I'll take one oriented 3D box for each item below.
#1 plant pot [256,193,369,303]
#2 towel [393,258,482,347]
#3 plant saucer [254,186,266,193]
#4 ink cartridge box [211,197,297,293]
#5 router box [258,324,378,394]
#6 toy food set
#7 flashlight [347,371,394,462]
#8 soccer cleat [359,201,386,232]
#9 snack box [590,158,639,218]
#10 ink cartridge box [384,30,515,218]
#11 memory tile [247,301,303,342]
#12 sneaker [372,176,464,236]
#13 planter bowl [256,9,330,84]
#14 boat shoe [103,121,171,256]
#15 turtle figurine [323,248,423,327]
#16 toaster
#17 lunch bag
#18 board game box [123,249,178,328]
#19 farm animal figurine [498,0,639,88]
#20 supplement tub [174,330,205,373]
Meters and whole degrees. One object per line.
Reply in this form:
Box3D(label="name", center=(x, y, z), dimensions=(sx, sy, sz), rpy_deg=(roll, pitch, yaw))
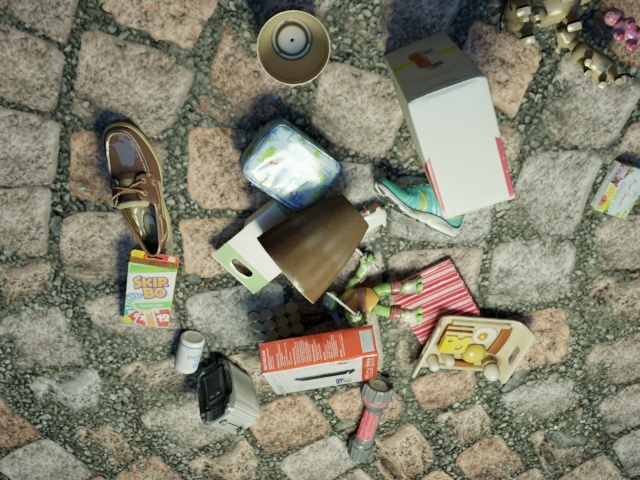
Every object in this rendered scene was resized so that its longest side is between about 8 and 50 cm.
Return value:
Box3D(label="plant pot", center=(0.000, 0.000, 1.657), dimensions=(0.230, 0.215, 0.215), rpy_deg=(-40, 115, 0))
Box3D(label="towel", center=(0.340, 0.194, 1.943), dimensions=(0.199, 0.031, 0.275), rpy_deg=(-27, 115, 11))
Box3D(label="plant saucer", center=(-0.137, -0.155, 1.720), dimensions=(0.083, 0.015, 0.083), rpy_deg=(-2, 118, -4))
Box3D(label="ink cartridge box", center=(-0.145, 0.012, 1.787), dimensions=(0.235, 0.056, 0.171), rpy_deg=(-37, 115, 17))
Box3D(label="router box", center=(0.003, 0.335, 1.852), dimensions=(0.301, 0.082, 0.335), rpy_deg=(-10, 158, 0))
Box3D(label="toy food set", center=(0.439, 0.331, 1.957), dimensions=(0.306, 0.092, 0.219), rpy_deg=(6, 129, -16))
Box3D(label="flashlight", center=(0.146, 0.552, 2.076), dimensions=(0.103, 0.103, 0.304), rpy_deg=(8, 116, -11))
Box3D(label="soccer cleat", center=(0.081, -0.039, 1.776), dimensions=(0.196, 0.068, 0.076), rpy_deg=(-17, 120, 1))
Box3D(label="snack box", center=(0.804, -0.137, 1.804), dimensions=(0.100, 0.037, 0.141), rpy_deg=(14, 116, -14))
Box3D(label="ink cartridge box", center=(0.275, -0.267, 1.492), dimensions=(0.160, 0.384, 0.279), rpy_deg=(-19, 118, 9))
Box3D(label="memory tile", center=(-0.128, 0.235, 1.932), dimensions=(0.148, 0.012, 0.113), rpy_deg=(-14, 118, 1))
Box3D(label="sneaker", center=(0.258, -0.106, 1.753), dimensions=(0.275, 0.107, 0.110), rpy_deg=(23, 94, -22))
Box3D(label="planter bowl", center=(-0.063, -0.443, 1.520), dimensions=(0.162, 0.109, 0.162), rpy_deg=(-2, 117, -4))
Box3D(label="boat shoe", center=(-0.450, -0.116, 1.650), dimensions=(0.123, 0.123, 0.342), rpy_deg=(-8, 119, -1))
Box3D(label="turtle figurine", center=(0.141, 0.137, 1.795), dimensions=(0.266, 0.198, 0.274), rpy_deg=(3, 121, 1))
Box3D(label="toaster", center=(-0.265, 0.445, 1.933), dimensions=(0.129, 0.227, 0.146), rpy_deg=(-34, 133, 14))
Box3D(label="lunch bag", center=(-0.080, -0.184, 1.655), dimensions=(0.219, 0.090, 0.176), rpy_deg=(32, 103, -28))
Box3D(label="board game box", center=(-0.456, 0.134, 1.805), dimensions=(0.124, 0.039, 0.259), rpy_deg=(10, 128, -10))
Box3D(label="farm animal figurine", center=(0.563, -0.517, 1.518), dimensions=(0.327, 0.172, 0.330), rpy_deg=(1, 126, 8))
Box3D(label="supplement tub", center=(-0.374, 0.317, 1.920), dimensions=(0.071, 0.071, 0.107), rpy_deg=(12, 116, -11))
